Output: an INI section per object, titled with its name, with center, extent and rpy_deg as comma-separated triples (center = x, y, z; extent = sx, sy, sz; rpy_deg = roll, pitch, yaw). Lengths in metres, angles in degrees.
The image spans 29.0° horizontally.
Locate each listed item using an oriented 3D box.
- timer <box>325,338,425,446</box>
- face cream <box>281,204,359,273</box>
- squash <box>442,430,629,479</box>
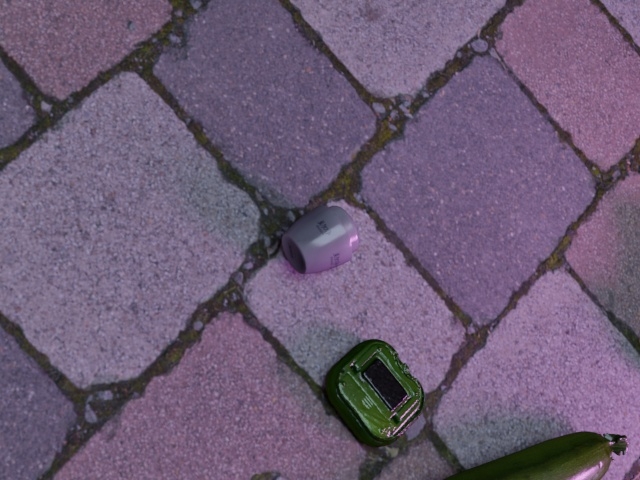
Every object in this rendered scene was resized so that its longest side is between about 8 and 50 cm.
[timer]
center = 0.081, 0.217, 1.776
extent = 0.128, 0.047, 0.140
rpy_deg = -39, 94, -31
[face cream]
center = 0.000, 0.000, 1.777
extent = 0.095, 0.091, 0.091
rpy_deg = -28, 88, -23
[squash]
center = 0.308, 0.354, 1.821
extent = 0.379, 0.101, 0.101
rpy_deg = -15, 81, -31
